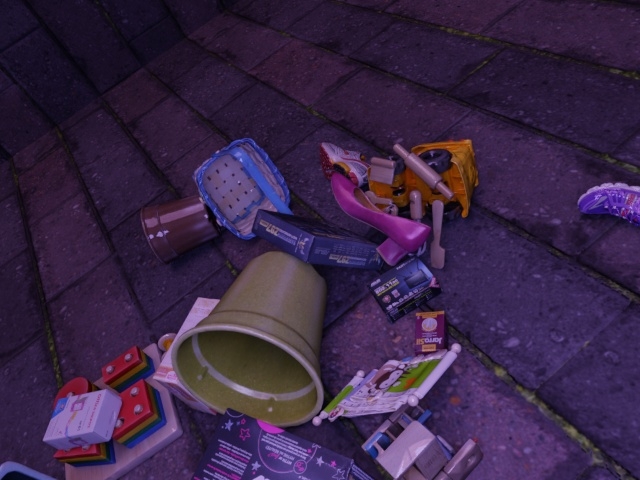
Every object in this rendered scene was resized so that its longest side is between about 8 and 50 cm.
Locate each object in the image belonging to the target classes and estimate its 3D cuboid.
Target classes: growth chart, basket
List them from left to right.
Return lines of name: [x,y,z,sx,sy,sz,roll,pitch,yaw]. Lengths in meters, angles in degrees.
basket: [-0.180,-0.121,1.305,0.201,0.255,0.289,-46,26,-21]
growth chart: [0.111,0.237,0.867,0.237,0.021,0.172,-28,5,41]

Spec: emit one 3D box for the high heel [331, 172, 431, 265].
high heel: [0.119,-0.072,1.079,0.117,0.082,0.244,-46,64,29]

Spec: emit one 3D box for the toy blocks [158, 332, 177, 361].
toy blocks: [-0.288,0.252,1.146,0.123,0.054,0.148,-33,42,-2]

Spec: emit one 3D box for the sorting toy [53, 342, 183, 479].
sorting toy: [-0.447,0.361,1.105,0.255,0.089,0.257,-34,42,-3]

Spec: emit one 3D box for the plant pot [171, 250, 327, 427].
plant pot: [-0.100,0.167,0.997,0.276,0.276,0.254,-8,35,23]

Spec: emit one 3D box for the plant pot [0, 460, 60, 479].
plant pot: [-0.536,0.538,0.886,0.252,0.248,0.247,-19,41,38]

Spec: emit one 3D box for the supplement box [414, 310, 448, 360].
supplement box: [0.201,0.174,0.951,0.055,0.043,0.083,-8,47,21]

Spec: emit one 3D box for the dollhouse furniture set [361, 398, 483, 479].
dollhouse furniture set: [0.137,0.289,0.773,0.129,0.184,0.129,-42,44,-13]

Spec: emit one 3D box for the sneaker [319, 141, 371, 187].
sneaker: [0.064,-0.196,1.367,0.092,0.088,0.225,-19,39,-18]

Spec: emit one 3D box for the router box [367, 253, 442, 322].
router box: [0.167,0.095,1.049,0.122,0.038,0.092,-32,41,-1]

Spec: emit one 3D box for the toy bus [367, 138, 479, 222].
toy bus: [0.245,-0.157,1.181,0.220,0.149,0.211,2,38,34]

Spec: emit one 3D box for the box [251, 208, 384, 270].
box: [0.000,0.000,1.102,0.183,0.232,0.059,25,102,42]

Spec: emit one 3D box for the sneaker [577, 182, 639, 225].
sneaker: [0.562,-0.061,0.956,0.170,0.068,0.071,3,57,31]

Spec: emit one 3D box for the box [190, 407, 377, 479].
box: [-0.050,0.385,0.804,0.247,0.163,0.142,9,58,35]

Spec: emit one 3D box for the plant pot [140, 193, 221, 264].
plant pot: [-0.365,-0.043,1.403,0.165,0.167,0.167,-21,42,-1]

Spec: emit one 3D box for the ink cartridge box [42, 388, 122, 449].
ink cartridge box: [-0.461,0.348,1.020,0.122,0.052,0.088,-15,44,16]

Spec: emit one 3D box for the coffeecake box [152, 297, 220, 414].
coffeecake box: [-0.231,0.234,1.065,0.068,0.142,0.185,2,52,31]

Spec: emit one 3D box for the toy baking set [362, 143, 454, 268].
toy baking set: [0.188,-0.070,1.082,0.030,0.197,0.256,-21,55,-42]
